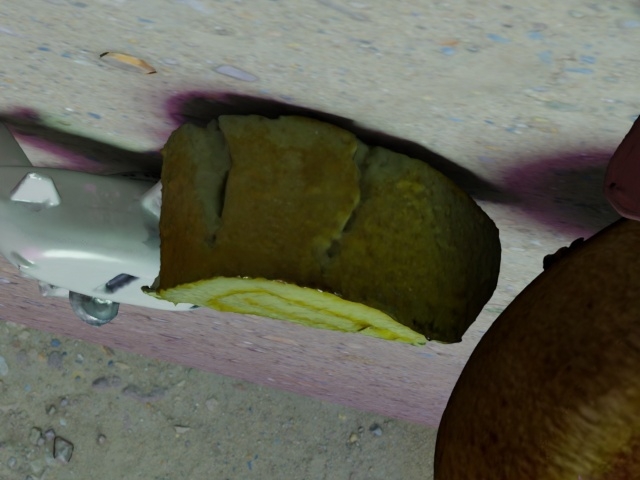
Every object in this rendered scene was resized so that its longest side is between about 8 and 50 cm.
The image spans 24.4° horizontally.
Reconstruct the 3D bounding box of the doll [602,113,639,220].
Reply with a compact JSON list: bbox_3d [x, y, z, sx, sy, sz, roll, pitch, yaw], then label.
[{"bbox_3d":[0.239,-0.019,0.635,0.196,0.152,0.256,-15,150,41],"label":"doll"}]

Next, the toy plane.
[{"bbox_3d":[-0.162,-0.013,1.145,0.244,0.117,0.245,-3,155,-1],"label":"toy plane"}]

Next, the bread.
[{"bbox_3d":[0.000,0.000,1.016,0.257,0.124,0.186,15,169,-34],"label":"bread"}]

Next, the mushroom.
[{"bbox_3d":[0.245,0.123,0.979,0.259,0.345,0.345,33,180,30],"label":"mushroom"}]
